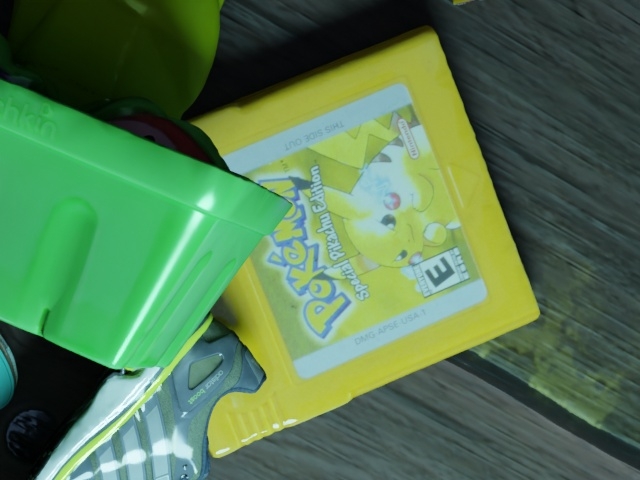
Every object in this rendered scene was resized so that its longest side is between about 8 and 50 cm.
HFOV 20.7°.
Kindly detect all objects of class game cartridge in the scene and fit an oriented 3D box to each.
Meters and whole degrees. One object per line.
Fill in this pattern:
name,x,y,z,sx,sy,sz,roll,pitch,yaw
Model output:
game cartridge,0.000,0.000,1.540,0.323,0.052,0.285,-23,98,-11

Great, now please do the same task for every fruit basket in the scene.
fruit basket,-0.190,-0.120,1.355,0.392,0.283,0.392,-1,86,8

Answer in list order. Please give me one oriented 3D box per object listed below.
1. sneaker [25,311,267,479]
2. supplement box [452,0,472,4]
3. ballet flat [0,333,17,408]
sneaker,-0.161,0.184,1.465,0.121,0.111,0.300,36,100,-8
supplement box,0.159,-0.309,1.540,0.104,0.081,0.188,-11,96,-12
ballet flat,-0.328,0.063,1.442,0.077,0.079,0.221,-40,139,3
